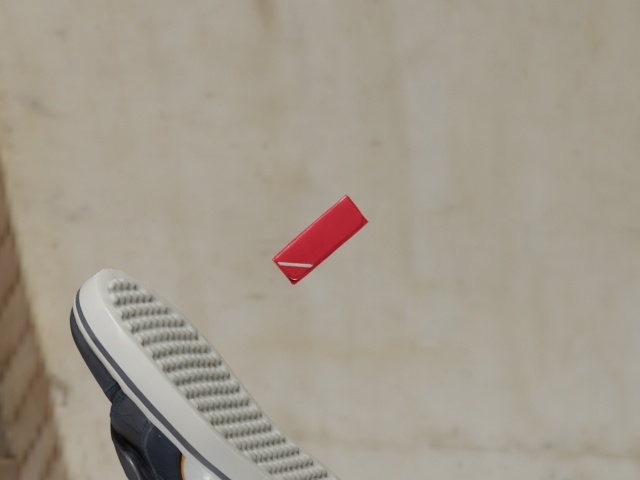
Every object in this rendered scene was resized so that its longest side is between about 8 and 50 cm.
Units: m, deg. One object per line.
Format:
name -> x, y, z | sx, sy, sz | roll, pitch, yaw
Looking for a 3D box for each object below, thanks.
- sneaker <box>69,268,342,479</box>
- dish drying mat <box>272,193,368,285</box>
sneaker -> -0.088, 0.166, 1.313 | 0.321, 0.127, 0.126 | 48, 16, -21
dish drying mat -> 0.000, 0.000, 1.558 | 0.032, 0.083, 0.008 | 51, -4, -16
